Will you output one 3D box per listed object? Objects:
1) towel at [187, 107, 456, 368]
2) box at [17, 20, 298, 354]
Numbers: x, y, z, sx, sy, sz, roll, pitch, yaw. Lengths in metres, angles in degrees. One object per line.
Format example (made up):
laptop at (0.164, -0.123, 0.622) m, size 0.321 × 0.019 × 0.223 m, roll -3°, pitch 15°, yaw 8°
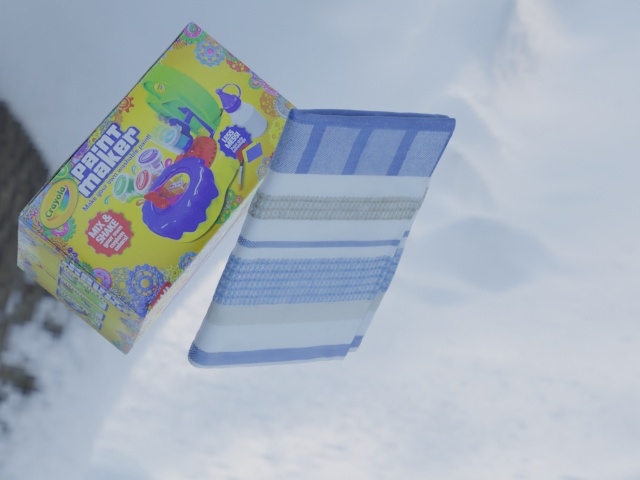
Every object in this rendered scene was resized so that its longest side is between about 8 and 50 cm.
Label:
towel at (0.000, 0.000, 1.659) m, size 0.209 × 0.285 × 0.034 m, roll -2°, pitch -144°, yaw -40°
box at (-0.186, -0.051, 2.016) m, size 0.177 × 0.290 × 0.279 m, roll 40°, pitch 165°, yaw 0°
